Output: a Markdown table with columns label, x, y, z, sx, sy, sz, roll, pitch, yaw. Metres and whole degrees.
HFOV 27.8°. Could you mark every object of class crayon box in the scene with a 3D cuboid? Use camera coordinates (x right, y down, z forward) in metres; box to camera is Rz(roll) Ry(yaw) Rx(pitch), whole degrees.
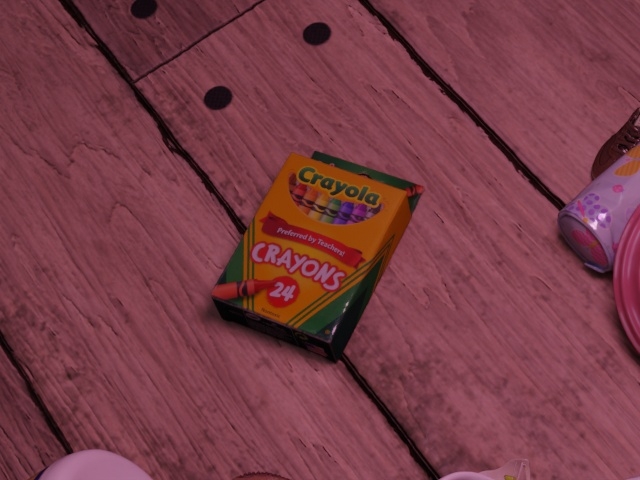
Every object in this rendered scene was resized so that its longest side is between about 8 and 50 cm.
| label | x | y | z | sx | sy | sz | roll | pitch | yaw |
| --- | --- | --- | --- | --- | --- | --- | --- | --- | --- |
| crayon box | 0.000 | 0.000 | 1.934 | 0.202 | 0.081 | 0.318 | 19 | 66 | 20 |

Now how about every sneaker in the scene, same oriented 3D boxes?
| label | x | y | z | sx | sy | sz | roll | pitch | yaw |
| --- | --- | --- | --- | --- | --- | --- | --- | --- | --- |
| sneaker | 0.471 | -0.163 | 1.942 | 0.066 | 0.071 | 0.188 | 35 | 72 | 25 |

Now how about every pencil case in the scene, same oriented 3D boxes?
| label | x | y | z | sx | sy | sz | roll | pitch | yaw |
| --- | --- | --- | --- | --- | --- | --- | --- | --- | --- |
| pencil case | 0.471 | -0.075 | 1.870 | 0.273 | 0.124 | 0.113 | -38 | 41 | -12 |

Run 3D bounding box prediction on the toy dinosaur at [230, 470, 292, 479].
| label | x | y | z | sx | sy | sz | roll | pitch | yaw |
| --- | --- | --- | --- | --- | --- | --- | --- | --- | --- |
| toy dinosaur | -0.125 | 0.388 | 1.727 | 0.200 | 0.127 | 0.295 | 30 | 65 | 31 |

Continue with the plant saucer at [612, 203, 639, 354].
| label | x | y | z | sx | sy | sz | roll | pitch | yaw |
| --- | --- | --- | --- | --- | --- | --- | --- | --- | --- |
| plant saucer | 0.554 | 0.052 | 1.713 | 0.332 | 0.084 | 0.332 | 0 | 89 | 19 |

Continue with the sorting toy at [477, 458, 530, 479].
| label | x | y | z | sx | sy | sz | roll | pitch | yaw |
| --- | --- | --- | --- | --- | --- | --- | --- | --- | --- |
| sorting toy | 0.238 | 0.335 | 1.731 | 0.075 | 0.045 | 0.083 | 0 | 44 | 26 |

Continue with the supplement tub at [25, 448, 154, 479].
| label | x | y | z | sx | sy | sz | roll | pitch | yaw |
| --- | --- | --- | --- | --- | --- | --- | --- | --- | --- |
| supplement tub | -0.354 | 0.431 | 1.614 | 0.331 | 0.241 | 0.241 | -33 | 56 | 27 |

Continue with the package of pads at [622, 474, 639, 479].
| label | x | y | z | sx | sy | sz | roll | pitch | yaw |
| --- | --- | --- | --- | --- | --- | --- | --- | --- | --- |
| package of pads | 0.332 | 0.435 | 1.625 | 0.297 | 0.101 | 0.229 | -16 | 61 | 1 |

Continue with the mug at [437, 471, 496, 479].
| label | x | y | z | sx | sy | sz | roll | pitch | yaw |
| --- | --- | --- | --- | --- | --- | --- | --- | --- | --- |
| mug | 0.135 | 0.500 | 1.472 | 0.328 | 0.276 | 0.374 | -41 | 85 | 29 |
